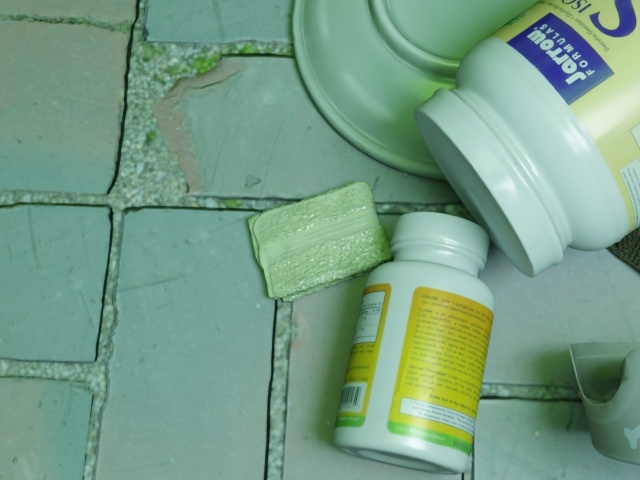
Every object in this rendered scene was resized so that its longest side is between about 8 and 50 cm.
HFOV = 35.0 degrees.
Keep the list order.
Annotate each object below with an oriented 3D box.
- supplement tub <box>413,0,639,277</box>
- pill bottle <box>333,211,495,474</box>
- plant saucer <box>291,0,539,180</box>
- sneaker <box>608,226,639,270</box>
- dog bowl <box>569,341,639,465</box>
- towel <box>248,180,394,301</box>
[{"bbox_3d":[0.284,-0.140,0.996,0.331,0.241,0.241,-35,74,0],"label":"supplement tub"},{"bbox_3d":[0.103,0.103,1.034,0.136,0.136,0.246,11,73,6],"label":"pill bottle"},{"bbox_3d":[0.163,-0.269,1.169,0.400,0.100,0.401,-1,73,3],"label":"plant saucer"},{"bbox_3d":[0.366,-0.006,1.105,0.071,0.066,0.188,-29,69,-34],"label":"sneaker"},{"bbox_3d":[0.401,0.144,0.911,0.348,0.349,0.102,-1,86,3],"label":"dog bowl"},{"bbox_3d":[0.000,0.000,1.130,0.148,0.027,0.110,-18,73,-3],"label":"towel"}]
